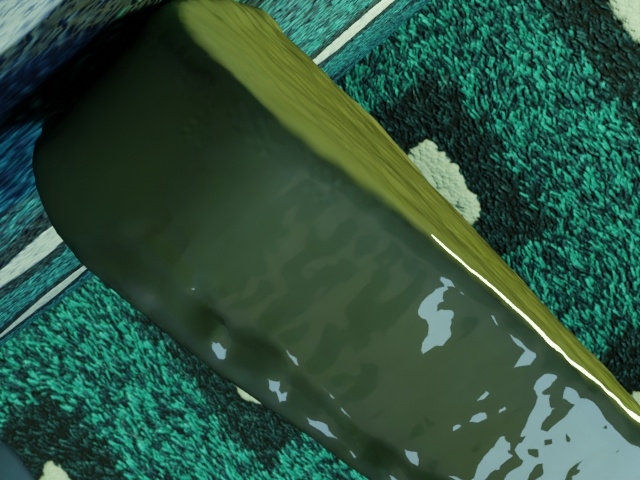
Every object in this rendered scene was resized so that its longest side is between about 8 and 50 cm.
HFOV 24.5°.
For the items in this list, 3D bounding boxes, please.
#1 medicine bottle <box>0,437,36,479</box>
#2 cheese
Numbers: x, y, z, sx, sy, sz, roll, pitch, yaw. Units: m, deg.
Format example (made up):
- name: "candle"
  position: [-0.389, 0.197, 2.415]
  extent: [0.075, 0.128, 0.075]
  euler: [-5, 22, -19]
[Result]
- name: "medicine bottle"
  position: [-0.291, 0.209, 0.674]
  extent: [0.332, 0.190, 0.190]
  euler: [-41, -177, -33]
- name: "cheese"
  position: [-0.001, -0.001, 0.701]
  extent: [0.104, 0.384, 0.384]
  euler: [-45, -178, 9]
